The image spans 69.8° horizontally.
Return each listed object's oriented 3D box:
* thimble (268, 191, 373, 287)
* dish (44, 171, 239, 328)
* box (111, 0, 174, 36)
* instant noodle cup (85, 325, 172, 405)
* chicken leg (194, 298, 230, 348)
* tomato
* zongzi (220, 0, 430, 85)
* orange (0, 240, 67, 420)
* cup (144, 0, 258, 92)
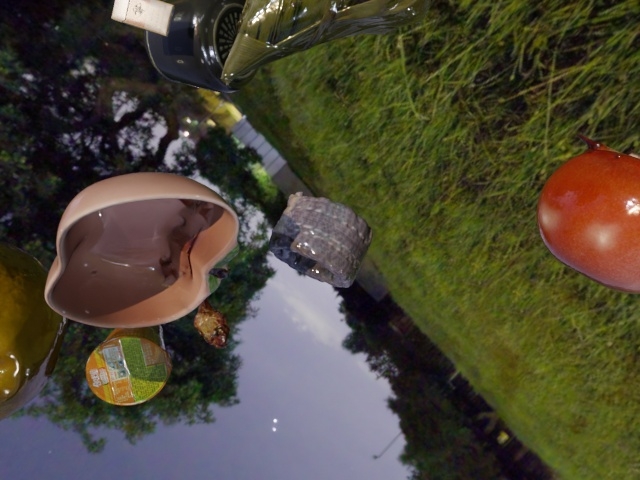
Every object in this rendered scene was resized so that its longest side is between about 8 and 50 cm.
[{"bbox_3d":[0.001,0.001,0.702,0.150,0.098,0.150,26,165,7],"label":"thimble"},{"bbox_3d":[-0.200,0.001,0.519,0.090,0.213,0.213,55,-172,35],"label":"dish"},{"bbox_3d":[-0.263,-0.338,0.680,0.083,0.046,0.012,17,-169,-4],"label":"box"},{"bbox_3d":[-0.422,0.251,1.043,0.168,0.168,0.185,43,180,-20],"label":"instant noodle cup"},{"bbox_3d":[-0.198,0.135,0.820,0.037,0.062,0.145,12,-158,-43],"label":"chicken leg"},{"bbox_3d":[0.487,-0.037,0.739,0.255,0.224,0.256,23,-165,-7],"label":"tomato"},{"bbox_3d":[0.015,-0.309,0.641,0.250,0.274,0.125,20,168,15],"label":"zongzi"},{"bbox_3d":[-0.475,0.125,0.587,0.235,0.279,0.279,32,175,33],"label":"orange"},{"bbox_3d":[-0.198,-0.377,0.832,0.176,0.223,0.169,12,157,32],"label":"cup"}]
